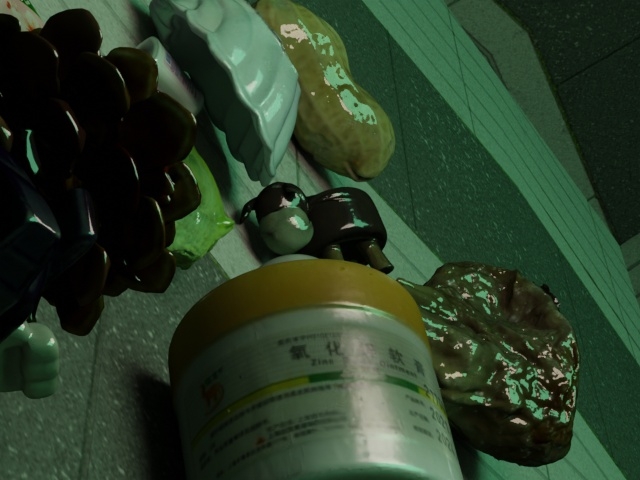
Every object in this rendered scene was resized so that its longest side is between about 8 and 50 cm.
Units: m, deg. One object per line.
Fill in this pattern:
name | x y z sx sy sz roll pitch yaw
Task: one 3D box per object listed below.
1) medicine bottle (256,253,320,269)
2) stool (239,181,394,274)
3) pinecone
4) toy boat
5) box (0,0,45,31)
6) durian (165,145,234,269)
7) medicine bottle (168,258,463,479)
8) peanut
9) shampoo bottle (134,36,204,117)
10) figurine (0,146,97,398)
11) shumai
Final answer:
medicine bottle | -0.019 0.113 1.676 0.107 0.107 0.191 46 23 -37
stool | 0.000 0.000 1.892 0.217 0.125 0.121 21 43 -49
pinecone | -0.225 -0.030 1.135 0.264 0.264 0.264 51 20 -26
toy boat | -0.100 -0.199 1.870 0.290 0.100 0.199 53 -17 25
box | -0.293 -0.181 1.501 0.089 0.043 0.125 57 18 -8
durian | -0.177 -0.062 1.532 0.250 0.101 0.139 43 25 -43
medicine bottle | -0.004 0.174 1.406 0.238 0.238 0.232 42 24 -43
peanut | -0.005 -0.205 2.186 0.290 0.130 0.130 57 18 -9
shampoo bottle | -0.171 -0.176 1.824 0.099 0.043 0.072 50 14 -30
figurine | -0.262 0.030 0.873 0.143 0.308 0.308 60 17 17
shumai | 0.170 0.164 2.110 0.283 0.217 0.346 -1 42 -33
